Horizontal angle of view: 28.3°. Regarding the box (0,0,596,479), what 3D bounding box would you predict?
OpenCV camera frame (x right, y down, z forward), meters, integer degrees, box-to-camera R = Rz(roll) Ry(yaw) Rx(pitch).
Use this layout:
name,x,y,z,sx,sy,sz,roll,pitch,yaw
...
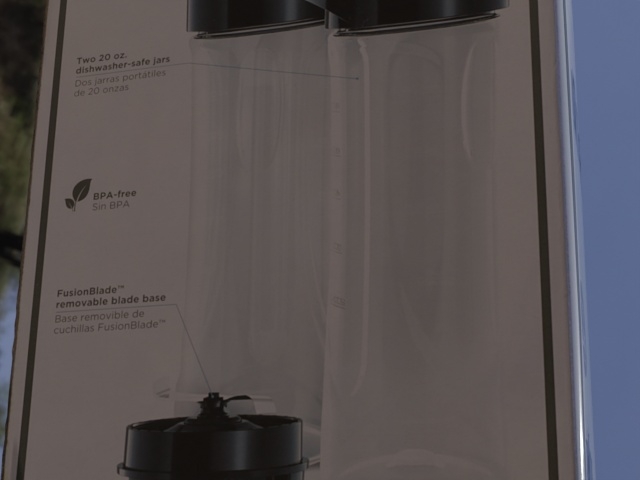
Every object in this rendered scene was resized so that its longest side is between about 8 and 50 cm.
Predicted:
name,x,y,z,sx,sy,sz,roll,pitch,yaw
box,0.000,0.000,0.399,0.169,0.087,0.290,-5,-109,15
